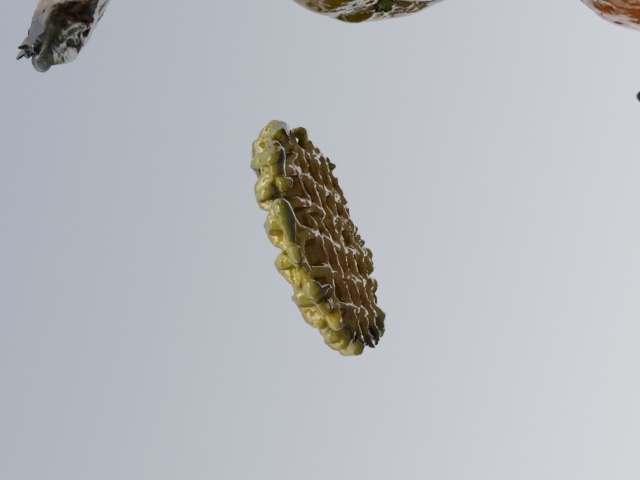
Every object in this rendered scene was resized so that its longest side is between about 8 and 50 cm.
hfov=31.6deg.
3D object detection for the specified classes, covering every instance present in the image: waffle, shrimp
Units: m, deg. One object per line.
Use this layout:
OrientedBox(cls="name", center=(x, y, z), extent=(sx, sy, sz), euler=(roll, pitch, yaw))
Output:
OrientedBox(cls="waffle", center=(-0.005, -0.007, 1.395), extent=(0.329, 0.062, 0.329), euler=(57, -160, -35))
OrientedBox(cls="shrimp", center=(-0.222, -0.247, 1.104), extent=(0.062, 0.164, 0.316), euler=(42, -158, -19))

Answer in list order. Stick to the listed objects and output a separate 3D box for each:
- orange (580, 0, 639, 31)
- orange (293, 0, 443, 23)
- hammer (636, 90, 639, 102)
OrientedBox(cls="orange", center=(0.330, -0.321, 1.044), extent=(0.261, 0.261, 0.261), euler=(-14, -72, -50))
OrientedBox(cls="orange", center=(0.054, -0.364, 1.268), extent=(0.279, 0.279, 0.235), euler=(-15, -76, -50))
OrientedBox(cls="hammer", center=(0.233, -0.043, 0.691), extent=(0.123, 0.014, 0.029), euler=(54, -168, 4))
